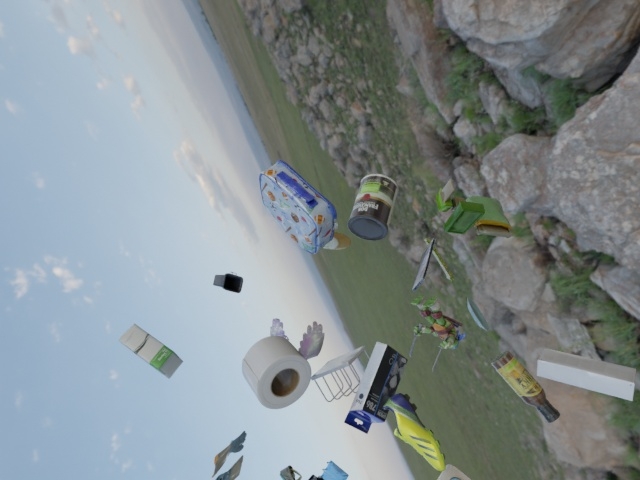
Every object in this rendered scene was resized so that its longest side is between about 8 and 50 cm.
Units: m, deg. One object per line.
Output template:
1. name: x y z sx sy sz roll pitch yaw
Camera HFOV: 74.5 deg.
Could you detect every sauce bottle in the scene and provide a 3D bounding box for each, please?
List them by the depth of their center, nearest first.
1. sauce bottle: 0.958 0.680 1.961 0.344 0.111 0.111 49 173 16

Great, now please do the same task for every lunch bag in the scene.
1. lunch bag: -0.070 -0.109 1.380 0.303 0.115 0.243 42 155 21

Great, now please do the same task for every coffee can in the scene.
1. coffee can: 0.266 -0.167 2.113 0.201 0.202 0.275 68 -146 -52

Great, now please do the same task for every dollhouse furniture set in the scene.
1. dollhouse furniture set: 0.642 -0.135 1.672 0.151 0.302 0.197 111 161 -53

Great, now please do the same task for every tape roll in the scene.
1. tape roll: -0.181 0.540 1.734 0.169 0.246 0.246 30 149 54

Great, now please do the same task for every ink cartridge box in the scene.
1. ink cartridge box: -0.655 0.429 1.634 0.208 0.087 0.153 30 153 14
2. ink cartridge box: 0.223 0.582 1.645 0.065 0.332 0.165 5 152 49

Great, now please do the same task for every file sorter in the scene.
1. file sorter: 0.040 1.239 2.150 0.118 0.170 0.104 28 165 29
2. file sorter: 0.131 0.709 2.211 0.193 0.278 0.173 -23 -99 -55

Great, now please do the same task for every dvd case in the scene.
1. dvd case: 0.485 0.114 1.978 0.018 0.221 0.164 21 154 5

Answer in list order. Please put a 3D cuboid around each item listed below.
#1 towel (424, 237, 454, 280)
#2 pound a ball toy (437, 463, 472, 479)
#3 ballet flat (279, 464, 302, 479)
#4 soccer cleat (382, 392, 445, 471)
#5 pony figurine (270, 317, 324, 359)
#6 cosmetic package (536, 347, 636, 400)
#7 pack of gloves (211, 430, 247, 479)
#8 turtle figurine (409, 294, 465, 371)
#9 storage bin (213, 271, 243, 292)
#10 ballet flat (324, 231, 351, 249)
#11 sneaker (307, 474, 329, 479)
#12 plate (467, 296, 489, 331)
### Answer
1. towel: 0.589 0.094 2.107 0.237 0.021 0.102 58 -178 -1
2. pound a ball toy: 0.387 0.935 1.489 0.208 0.319 0.135 34 135 27
3. ballet flat: -0.094 0.927 1.603 0.213 0.068 0.072 8 125 64
4. soccer cleat: 0.331 0.692 1.504 0.289 0.121 0.093 56 165 27
5. pony figurine: -0.158 0.594 2.150 0.363 0.303 0.351 -2 -83 -73
6. cosmetic package: 0.783 0.392 1.248 0.239 0.099 0.060 7 103 38
7. pack of gloves: -0.344 0.800 1.509 0.232 0.046 0.195 4 -80 -72
8. turtle figurine: 0.465 0.385 1.786 0.266 0.275 0.198 62 -169 -9
9. storage bin: -0.471 0.206 2.129 0.135 0.091 0.098 29 -112 -57
10. ballet flat: 0.000 0.000 1.639 0.073 0.232 0.080 -53 -29 -58
11. sneaker: -0.064 1.030 1.729 0.094 0.235 0.153 -105 21 -66
12. plate: 0.769 0.367 2.075 0.188 0.024 0.188 43 -156 -25
